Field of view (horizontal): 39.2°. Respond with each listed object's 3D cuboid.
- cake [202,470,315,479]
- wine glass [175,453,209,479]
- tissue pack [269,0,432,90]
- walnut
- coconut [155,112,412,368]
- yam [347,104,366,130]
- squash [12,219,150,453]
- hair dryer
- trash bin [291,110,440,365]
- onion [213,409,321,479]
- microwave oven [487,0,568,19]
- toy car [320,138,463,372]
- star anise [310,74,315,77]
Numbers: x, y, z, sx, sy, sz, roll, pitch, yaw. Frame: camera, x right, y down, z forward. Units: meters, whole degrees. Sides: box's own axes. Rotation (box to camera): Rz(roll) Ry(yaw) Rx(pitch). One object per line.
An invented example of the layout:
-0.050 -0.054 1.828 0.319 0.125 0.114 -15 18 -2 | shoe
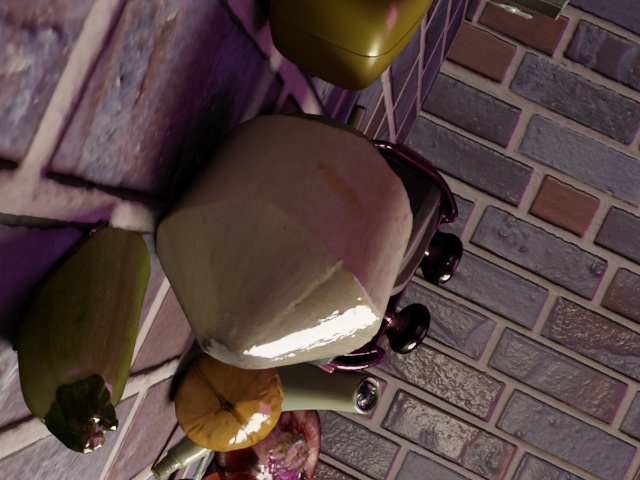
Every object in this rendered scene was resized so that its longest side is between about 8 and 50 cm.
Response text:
-0.146 0.555 1.939 0.283 0.177 0.151 -28 169 -7 | cake
-0.206 0.394 1.453 0.079 0.079 0.196 -43 157 -75 | wine glass
0.038 -0.226 0.744 0.178 0.123 0.127 -61 177 -27 | tissue pack
-0.118 0.203 1.165 0.180 0.144 0.144 -39 154 -85 | walnut
-0.033 0.009 0.765 0.202 0.202 0.222 106 8 -59 | coconut
0.027 -0.131 1.573 0.027 0.029 0.234 -7 129 -50 | yam
-0.152 0.063 0.555 0.090 0.075 0.200 -47 -158 17 | squash
-0.059 0.243 1.304 0.119 0.295 0.298 67 31 -21 | hair dryer
0.000 0.000 1.012 0.182 0.209 0.290 -61 179 -39 | trash bin
-0.119 0.407 1.819 0.252 0.219 0.252 1 88 -53 | onion
0.223 -0.445 0.902 0.374 0.236 0.432 -65 175 8 | microwave oven
0.035 0.016 1.322 0.341 0.271 0.240 -60 -166 -10 | toy car
0.058 -0.246 0.973 0.195 0.065 0.182 -40 -168 15 | star anise
